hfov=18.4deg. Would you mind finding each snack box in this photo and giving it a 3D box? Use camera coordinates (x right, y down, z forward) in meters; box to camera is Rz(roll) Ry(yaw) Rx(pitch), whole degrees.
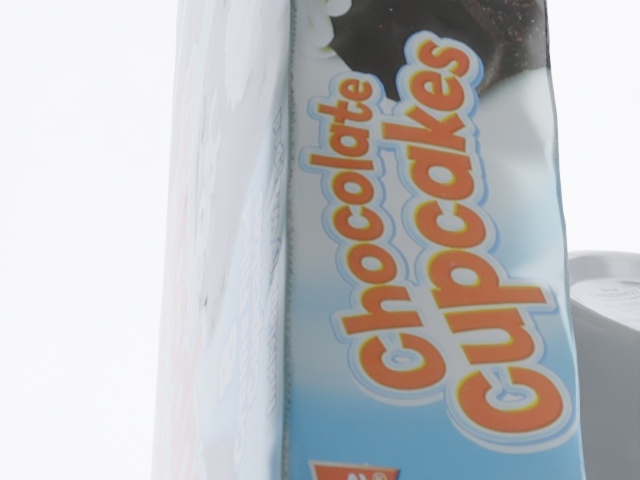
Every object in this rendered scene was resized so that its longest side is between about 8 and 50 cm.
[{"bbox_3d":[0.000,0.000,0.466,0.187,0.060,0.322,111,-17,-54],"label":"snack box"}]

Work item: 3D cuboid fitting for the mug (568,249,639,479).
[{"bbox_3d":[0.202,0.186,1.075,0.276,0.374,0.328,38,-59,57],"label":"mug"}]
